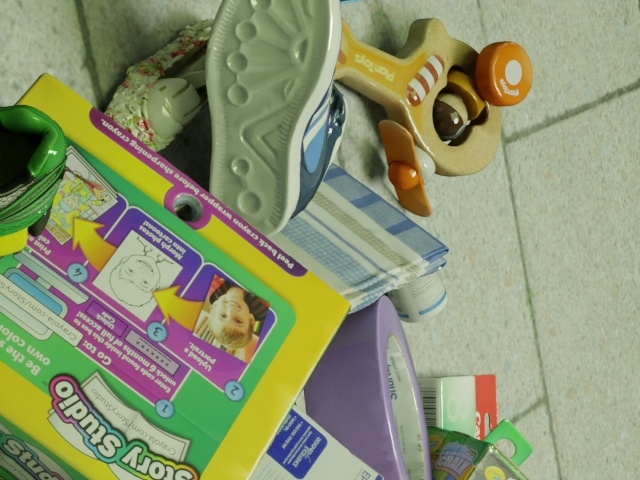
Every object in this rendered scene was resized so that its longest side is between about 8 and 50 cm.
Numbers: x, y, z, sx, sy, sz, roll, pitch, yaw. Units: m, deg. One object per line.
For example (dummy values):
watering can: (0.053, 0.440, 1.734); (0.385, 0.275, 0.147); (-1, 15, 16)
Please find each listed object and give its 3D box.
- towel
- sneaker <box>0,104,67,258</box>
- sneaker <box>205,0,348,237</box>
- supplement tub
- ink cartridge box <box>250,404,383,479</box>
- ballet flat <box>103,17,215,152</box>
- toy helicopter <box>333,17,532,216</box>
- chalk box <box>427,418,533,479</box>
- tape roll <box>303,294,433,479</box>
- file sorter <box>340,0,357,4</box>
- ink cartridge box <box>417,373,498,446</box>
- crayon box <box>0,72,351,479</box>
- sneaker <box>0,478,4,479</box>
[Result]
towel: (0.000, 0.000, 1.845); (0.285, 0.209, 0.034); (-24, 147, -53)
sneaker: (-0.361, -0.049, 1.294); (0.344, 0.146, 0.134); (-15, 67, -32)
sneaker: (-0.035, -0.175, 1.743); (0.236, 0.130, 0.322); (-60, 161, -66)
supplement tub: (0.110, 0.042, 2.066); (0.071, 0.071, 0.107); (-51, 127, -43)
ink cartridge box: (-0.110, 0.189, 1.611); (0.333, 0.065, 0.165); (40, 45, 0)
ballet flat: (-0.145, -0.163, 1.728); (0.241, 0.077, 0.091); (-55, 128, -40)
toy helicopter: (0.094, -0.173, 2.051); (0.355, 0.140, 0.235); (22, 78, -40)
chalk box: (0.174, 0.315, 2.008); (0.132, 0.132, 0.213); (46, 71, -26)
tape roll: (0.056, 0.203, 1.867); (0.275, 0.090, 0.274); (-11, 90, -79)
file sorter: (0.066, -0.355, 2.015); (0.170, 0.104, 0.118); (-22, 104, -52)
ink cartridge box: (0.197, 0.267, 2.181); (0.225, 0.056, 0.181); (3, 85, -53)
crayon box: (-0.196, 0.075, 1.473); (0.363, 0.106, 0.313); (38, 52, -6)
sneaker: (-0.291, 0.246, 1.434); (0.330, 0.146, 0.122); (31, 64, -47)
